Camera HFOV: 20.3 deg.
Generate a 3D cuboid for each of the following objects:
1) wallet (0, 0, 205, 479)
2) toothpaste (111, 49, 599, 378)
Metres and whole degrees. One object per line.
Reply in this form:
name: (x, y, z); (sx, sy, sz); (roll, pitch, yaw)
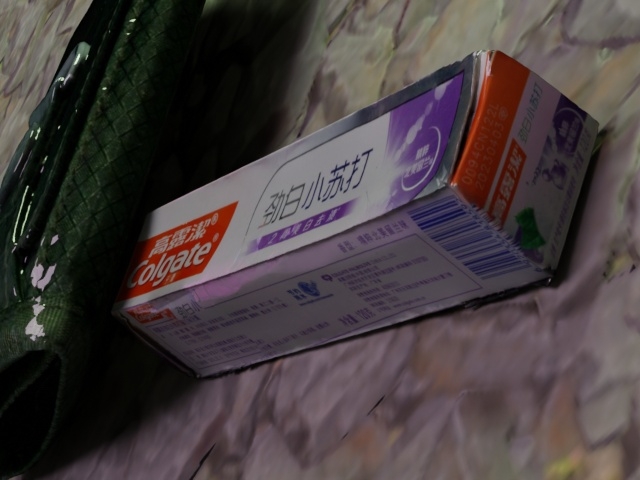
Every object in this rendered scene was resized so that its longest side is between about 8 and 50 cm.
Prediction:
wallet: (-0.084, -0.038, 0.667); (0.160, 0.055, 0.236); (134, 154, -58)
toothpaste: (0.000, 0.000, 0.502); (0.196, 0.040, 0.047); (-21, 45, 58)
